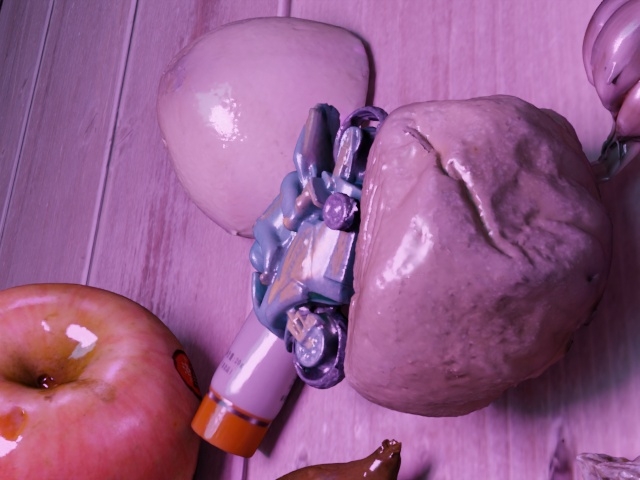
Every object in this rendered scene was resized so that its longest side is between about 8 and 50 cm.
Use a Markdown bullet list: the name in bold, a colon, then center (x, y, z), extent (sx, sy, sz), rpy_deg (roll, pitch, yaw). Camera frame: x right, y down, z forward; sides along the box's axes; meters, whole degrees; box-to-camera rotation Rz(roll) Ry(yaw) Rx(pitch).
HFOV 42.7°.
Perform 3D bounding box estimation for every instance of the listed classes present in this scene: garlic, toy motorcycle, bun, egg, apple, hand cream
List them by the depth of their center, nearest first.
- **garlic**: center (0.264, -0.129, 0.683), extent (0.131, 0.127, 0.194), rpy_deg (-46, -13, -53)
- **bun**: center (0.131, 0.015, 0.684), extent (0.281, 0.204, 0.282), rpy_deg (5, -90, -88)
- **toy motorcycle**: center (0.000, -0.002, 0.885), extent (0.198, 0.109, 0.297), rpy_deg (17, 93, 50)
- **hand cream**: center (-0.041, 0.105, 0.981), extent (0.139, 0.089, 0.314), rpy_deg (18, 78, 59)
- **apple**: center (-0.347, 0.249, 1.061), extent (0.391, 0.391, 0.347), rpy_deg (-114, 29, -44)
- **egg**: center (-0.110, -0.173, 1.100), extent (0.337, 0.201, 0.337), rpy_deg (-26, 54, 44)

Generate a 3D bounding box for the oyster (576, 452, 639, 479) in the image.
- **oyster**: center (0.257, 0.251, 0.518), extent (0.198, 0.112, 0.268), rpy_deg (128, 137, -56)

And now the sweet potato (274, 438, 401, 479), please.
- **sweet potato**: center (-0.044, 0.329, 0.816), extent (0.369, 0.157, 0.158), rpy_deg (-40, 45, 27)
